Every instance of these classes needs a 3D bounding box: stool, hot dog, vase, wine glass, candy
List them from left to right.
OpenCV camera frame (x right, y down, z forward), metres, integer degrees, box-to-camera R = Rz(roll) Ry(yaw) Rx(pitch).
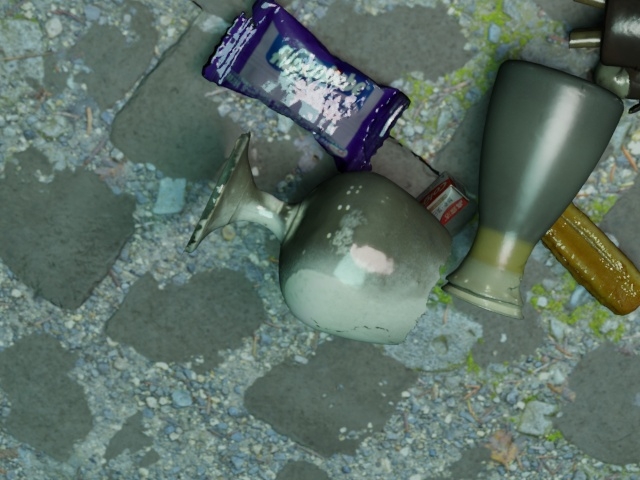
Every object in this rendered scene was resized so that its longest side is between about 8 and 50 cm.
[{"bbox_3d":[-0.015,-0.204,1.845,0.275,0.070,0.145,35,103,-11],"label":"candy"},{"bbox_3d":[0.000,0.000,1.820,0.323,0.238,0.238,28,111,-4],"label":"wine glass"},{"bbox_3d":[0.268,-0.064,1.807,0.173,0.173,0.321,19,93,-10],"label":"vase"},{"bbox_3d":[0.358,-0.006,1.943,0.088,0.061,0.286,-41,105,0],"label":"hot dog"},{"bbox_3d":[0.392,-0.267,1.803,0.121,0.125,0.217,3,133,13],"label":"stool"}]

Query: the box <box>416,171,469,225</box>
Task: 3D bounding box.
[{"bbox_3d":[0.119,-0.006,1.946,0.039,0.055,0.218,40,108,-19],"label":"box"}]
